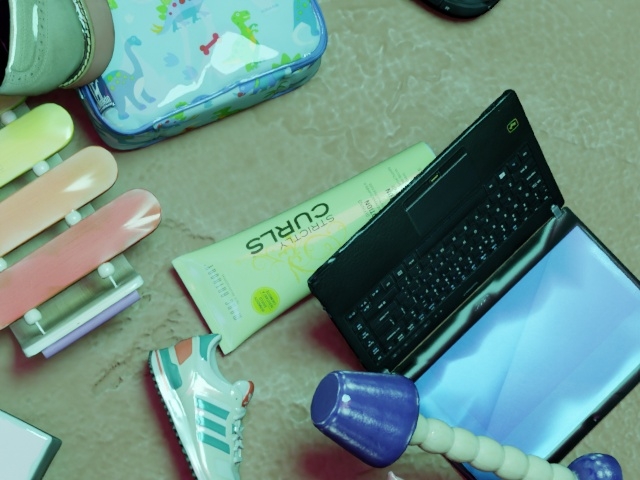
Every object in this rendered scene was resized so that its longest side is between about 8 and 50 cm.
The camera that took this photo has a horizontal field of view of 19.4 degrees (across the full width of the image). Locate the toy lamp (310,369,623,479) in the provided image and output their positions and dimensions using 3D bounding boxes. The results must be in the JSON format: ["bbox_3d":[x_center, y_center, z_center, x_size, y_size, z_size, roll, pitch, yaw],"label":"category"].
[{"bbox_3d":[0.119,0.169,1.517,0.275,0.080,0.080,21,80,-23],"label":"toy lamp"}]

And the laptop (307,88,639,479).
[{"bbox_3d":[0.153,0.055,1.556,0.234,0.264,0.136,-44,51,-9],"label":"laptop"}]

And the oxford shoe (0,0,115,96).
[{"bbox_3d":[-0.295,-0.270,1.486,0.123,0.130,0.348,-37,85,34],"label":"oxford shoe"}]

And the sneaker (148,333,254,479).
[{"bbox_3d":[-0.083,0.153,1.564,0.075,0.057,0.161,-24,82,-2],"label":"sneaker"}]

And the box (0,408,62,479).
[{"bbox_3d":[-0.277,0.195,1.486,0.091,0.170,0.130,27,81,-2],"label":"box"}]

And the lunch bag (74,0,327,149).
[{"bbox_3d":[-0.118,-0.188,1.596,0.219,0.090,0.176,-21,81,-8],"label":"lunch bag"}]

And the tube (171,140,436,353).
[{"bbox_3d":[0.000,0.000,1.595,0.240,0.062,0.070,-29,50,-3],"label":"tube"}]

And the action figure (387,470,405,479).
[{"bbox_3d":[0.129,0.351,1.458,0.248,0.276,0.370,-37,100,-2],"label":"action figure"}]

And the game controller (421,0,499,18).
[{"bbox_3d":[0.052,-0.336,1.651,0.319,0.067,0.166,35,67,1],"label":"game controller"}]

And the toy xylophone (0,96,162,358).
[{"bbox_3d":[-0.296,-0.035,1.563,0.236,0.081,0.322,-41,86,-8],"label":"toy xylophone"}]
